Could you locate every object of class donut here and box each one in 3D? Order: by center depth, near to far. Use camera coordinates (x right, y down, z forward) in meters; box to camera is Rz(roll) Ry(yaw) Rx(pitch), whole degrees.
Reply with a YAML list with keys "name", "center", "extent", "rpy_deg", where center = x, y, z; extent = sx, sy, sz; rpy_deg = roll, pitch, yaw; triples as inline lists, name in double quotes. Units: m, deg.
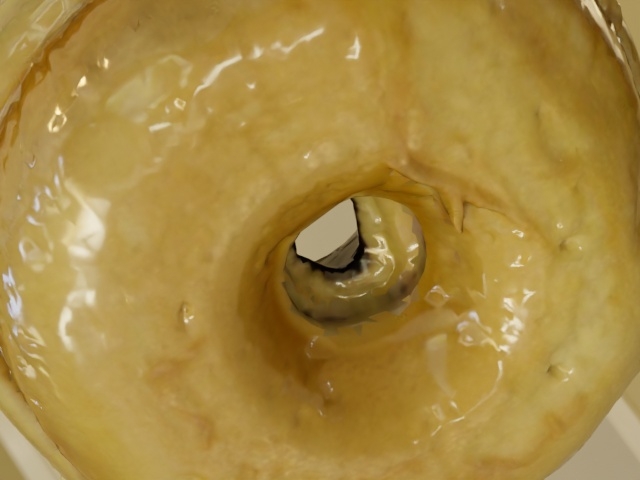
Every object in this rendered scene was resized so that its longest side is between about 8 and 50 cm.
- name: "donut"
  center: [0.000, 0.000, 0.693]
  extent: [0.449, 0.449, 0.198]
  rpy_deg: [-36, 31, 2]
